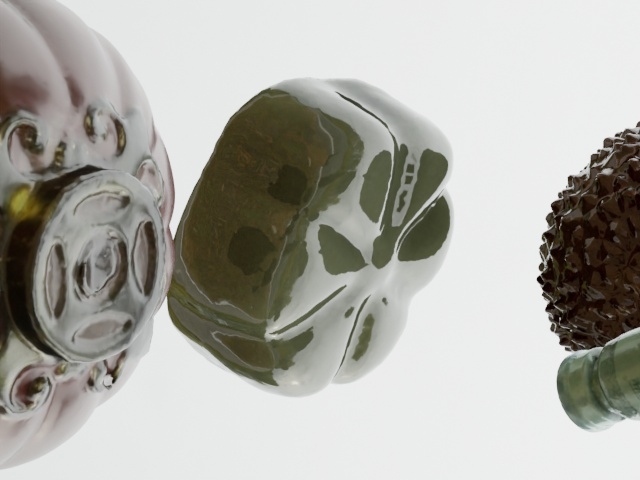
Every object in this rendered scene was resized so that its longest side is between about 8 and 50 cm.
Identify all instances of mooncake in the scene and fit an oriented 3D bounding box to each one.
[{"bbox_3d":[0.000,0.000,1.585,0.135,0.275,0.275,30,-70,31],"label":"mooncake"}]

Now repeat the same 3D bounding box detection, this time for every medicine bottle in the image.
[{"bbox_3d":[0.206,0.057,1.031,0.191,0.051,0.051,-25,-115,46],"label":"medicine bottle"}]

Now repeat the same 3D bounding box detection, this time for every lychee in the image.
[{"bbox_3d":[0.309,0.019,1.594,0.300,0.264,0.264,-135,-121,-64],"label":"lychee"}]

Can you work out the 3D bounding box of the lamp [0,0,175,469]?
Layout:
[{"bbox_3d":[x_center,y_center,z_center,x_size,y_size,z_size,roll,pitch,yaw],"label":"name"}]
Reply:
[{"bbox_3d":[-0.221,-0.007,1.159,0.257,0.303,0.303,14,-84,34],"label":"lamp"}]
